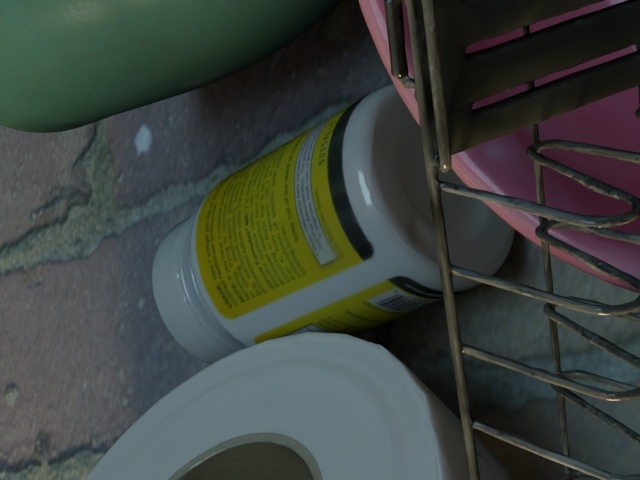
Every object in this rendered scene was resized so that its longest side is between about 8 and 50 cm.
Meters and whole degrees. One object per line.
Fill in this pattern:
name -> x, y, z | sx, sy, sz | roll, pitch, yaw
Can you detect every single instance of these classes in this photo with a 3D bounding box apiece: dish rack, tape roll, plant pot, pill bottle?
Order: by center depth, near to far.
dish rack -> 0.123, 0.012, 0.400 | 0.074, 0.208, 0.272 | 23, 128, 54
tape roll -> -0.028, 0.188, 0.770 | 0.286, 0.100, 0.286 | -29, 34, 22
pill bottle -> 0.000, 0.000, 0.851 | 0.208, 0.119, 0.119 | -26, 65, 44
plant pot -> -0.101, -0.223, 0.896 | 0.235, 0.293, 0.293 | -5, 80, 35

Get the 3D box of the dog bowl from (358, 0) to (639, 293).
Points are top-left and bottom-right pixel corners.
dog bowl -> 0.165, -0.155, 0.557 | 0.408, 0.150, 0.408 | 22, 121, 43
